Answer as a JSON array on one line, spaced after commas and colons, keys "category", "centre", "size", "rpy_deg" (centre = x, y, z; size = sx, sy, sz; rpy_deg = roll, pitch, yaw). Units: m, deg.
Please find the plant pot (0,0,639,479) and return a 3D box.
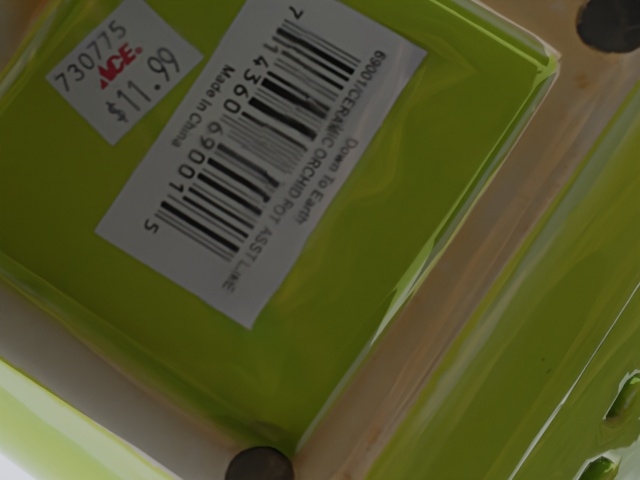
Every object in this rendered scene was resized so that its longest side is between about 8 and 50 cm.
[{"category": "plant pot", "centre": [0.000, 0.000, 0.548], "size": [0.227, 0.228, 0.207], "rpy_deg": [33, 174, 18]}]
